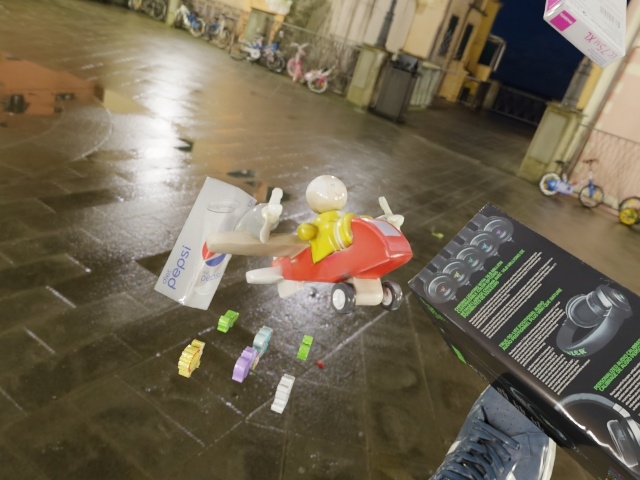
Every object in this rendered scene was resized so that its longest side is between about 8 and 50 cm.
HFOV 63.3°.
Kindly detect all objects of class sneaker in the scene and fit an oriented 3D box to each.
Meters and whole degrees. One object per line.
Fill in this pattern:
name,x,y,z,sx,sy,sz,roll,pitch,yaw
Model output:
sneaker,0.186,0.335,0.676,0.148,0.349,0.131,30,-7,-41

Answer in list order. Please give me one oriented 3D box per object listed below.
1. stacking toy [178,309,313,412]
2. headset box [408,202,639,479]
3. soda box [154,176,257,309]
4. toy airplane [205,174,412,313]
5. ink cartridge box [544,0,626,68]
stacking toy,-0.109,0.179,0.850,0.167,0.052,0.221,19,18,6
headset box,0.252,0.120,0.569,0.283,0.131,0.246,43,-4,37
soda box,-0.259,0.007,1.184,0.098,0.286,0.091,22,-5,27
toy airplane,0.000,0.000,1.104,0.385,0.272,0.386,1,0,10
ink cartridge box,0.584,-0.542,1.133,0.186,0.065,0.311,29,63,-18
